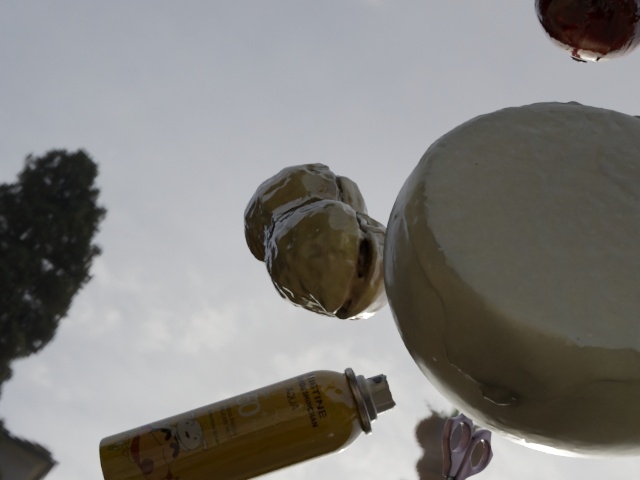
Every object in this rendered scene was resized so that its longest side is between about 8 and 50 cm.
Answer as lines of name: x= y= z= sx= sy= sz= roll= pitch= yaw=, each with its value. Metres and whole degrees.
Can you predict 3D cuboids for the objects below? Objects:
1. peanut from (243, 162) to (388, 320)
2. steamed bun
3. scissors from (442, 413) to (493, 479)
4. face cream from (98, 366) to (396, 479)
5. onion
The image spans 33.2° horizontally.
peanut: x=0.000 y=0.000 z=1.033 sx=0.130 sy=0.290 sz=0.130 roll=-4 pitch=-71 yaw=-13
steamed bun: x=0.183 y=0.038 z=0.778 sx=0.283 sy=0.283 sz=0.177 roll=19 pitch=-41 yaw=13
scissors: x=0.172 y=0.340 z=1.469 sx=0.110 sy=0.212 sz=0.021 roll=41 pitch=-20 yaw=-34
face cream: x=-0.080 y=0.232 z=1.274 sx=0.349 sy=0.105 sz=0.105 roll=-17 pitch=-55 yaw=-4
onion: x=0.288 y=-0.245 z=1.127 sx=0.131 sy=0.131 sz=0.131 roll=15 pitch=-48 yaw=17
